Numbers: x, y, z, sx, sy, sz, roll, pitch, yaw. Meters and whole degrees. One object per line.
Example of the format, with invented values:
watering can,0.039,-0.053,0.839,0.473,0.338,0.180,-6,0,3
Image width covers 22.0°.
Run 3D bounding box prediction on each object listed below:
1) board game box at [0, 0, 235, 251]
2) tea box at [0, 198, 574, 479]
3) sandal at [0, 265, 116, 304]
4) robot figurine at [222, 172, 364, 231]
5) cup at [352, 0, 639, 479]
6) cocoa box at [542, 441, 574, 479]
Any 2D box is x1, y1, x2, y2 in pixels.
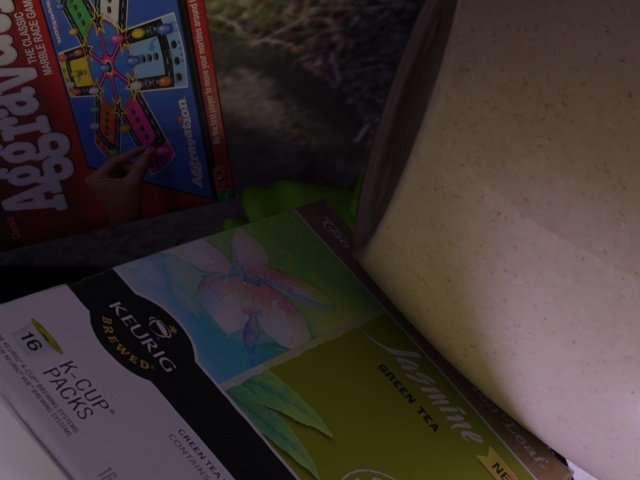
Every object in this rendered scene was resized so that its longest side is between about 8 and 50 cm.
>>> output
board game box,-0.128,-0.096,0.838,0.145,0.027,0.281,-12,146,-4
tea box,-0.098,0.184,0.845,0.329,0.220,0.323,-49,167,29
sandal,-0.198,0.096,1.007,0.446,0.107,0.167,-6,144,-15
robot figurine,0.000,0.000,0.992,0.115,0.067,0.101,11,125,-35
cup,0.154,-0.035,0.837,0.237,0.331,0.331,19,138,-6
cocoa box,0.040,0.271,1.250,0.347,0.228,0.231,-21,146,6
